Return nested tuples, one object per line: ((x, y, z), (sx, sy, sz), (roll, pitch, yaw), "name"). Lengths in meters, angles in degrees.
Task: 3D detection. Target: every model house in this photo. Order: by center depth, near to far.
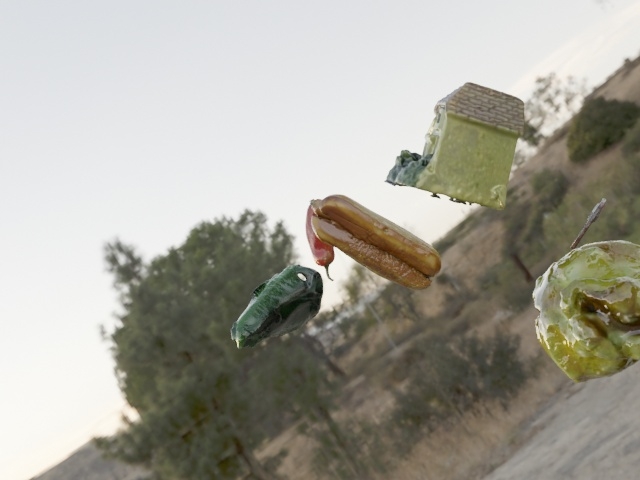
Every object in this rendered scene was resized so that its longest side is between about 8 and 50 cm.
((0.310, -0.223, 1.904), (0.321, 0.261, 0.266), (-110, 35, -82), "model house")

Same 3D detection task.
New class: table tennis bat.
((0.456, -0.034, 1.399), (0.158, 0.014, 0.095), (-31, -30, -58), "table tennis bat")

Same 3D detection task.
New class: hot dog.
((0.083, -0.002, 1.315), (0.092, 0.235, 0.062), (-55, 5, 26), "hot dog")

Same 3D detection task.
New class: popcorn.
((0.503, 0.131, 1.466), (0.276, 0.225, 0.277), (-165, 90, -90), "popcorn")

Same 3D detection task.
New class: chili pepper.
((-0.070, 0.121, 1.384), (0.062, 0.108, 0.216), (-10, 17, 44), "chili pepper")
((-0.001, 0.000, 1.869), (0.059, 0.191, 0.050), (-11, -4, -8), "chili pepper")
